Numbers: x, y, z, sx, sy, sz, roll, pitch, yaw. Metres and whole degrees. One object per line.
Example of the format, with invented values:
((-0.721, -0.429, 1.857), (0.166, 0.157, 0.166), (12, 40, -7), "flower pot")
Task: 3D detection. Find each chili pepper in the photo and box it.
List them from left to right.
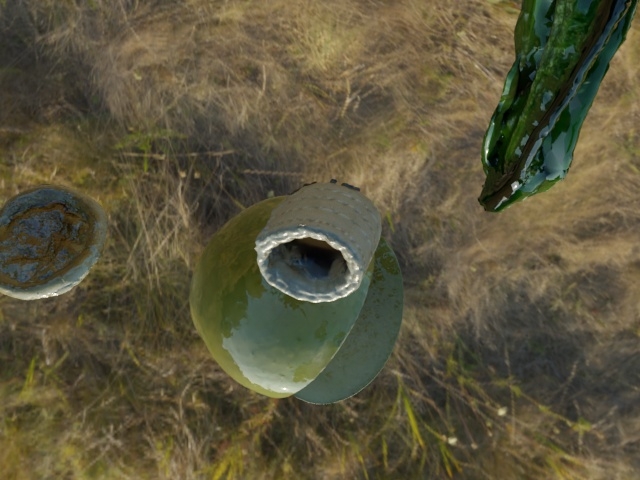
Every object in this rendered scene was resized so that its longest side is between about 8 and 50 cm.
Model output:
((0.092, -0.156, 0.314), (0.065, 0.122, 0.278), (-6, 86, -44), "chili pepper")

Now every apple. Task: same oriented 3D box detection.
((-0.026, 0.077, 0.968), (0.292, 0.292, 0.254), (28, 90, -27), "apple")

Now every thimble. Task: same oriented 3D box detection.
((0.000, 0.000, 0.735), (0.115, 0.090, 0.102), (14, 131, 12), "thimble")

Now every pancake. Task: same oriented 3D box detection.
((-0.290, 0.000, 0.750), (0.140, 0.139, 0.022), (-14, 150, -4), "pancake")
